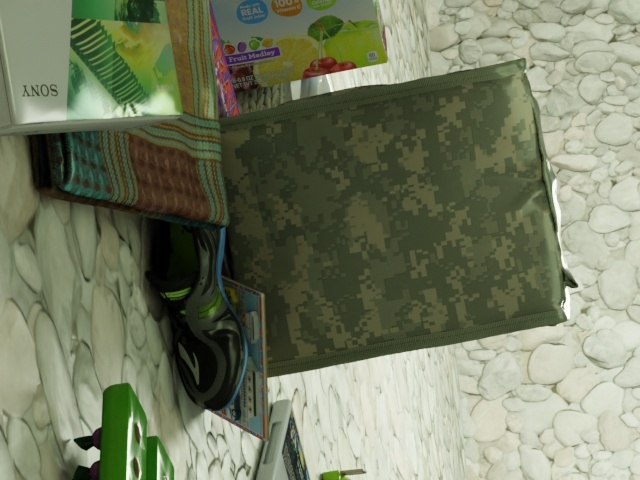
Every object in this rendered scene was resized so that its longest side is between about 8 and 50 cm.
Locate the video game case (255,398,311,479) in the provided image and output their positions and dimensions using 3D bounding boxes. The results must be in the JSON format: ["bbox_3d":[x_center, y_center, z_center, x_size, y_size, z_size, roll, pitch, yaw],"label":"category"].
[{"bbox_3d":[-0.028,0.282,1.764,0.173,0.022,0.190,-76,155,-65],"label":"video game case"}]

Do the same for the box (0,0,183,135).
[{"bbox_3d":[-0.179,-0.226,1.099,0.232,0.058,0.322,-16,98,-69],"label":"box"}]

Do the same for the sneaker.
[{"bbox_3d":[-0.107,0.046,1.422,0.078,0.067,0.188,-17,101,-60],"label":"sneaker"}]

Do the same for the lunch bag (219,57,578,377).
[{"bbox_3d":[0.069,-0.021,1.538,0.169,0.287,0.235,-20,101,-80],"label":"lunch bag"}]

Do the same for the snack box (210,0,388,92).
[{"bbox_3d":[-0.039,-0.254,1.707,0.070,0.174,0.207,-91,168,-52],"label":"snack box"}]

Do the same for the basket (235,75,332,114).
[{"bbox_3d":[-0.033,-0.096,1.821,0.113,0.103,0.167,-89,166,-44],"label":"basket"}]

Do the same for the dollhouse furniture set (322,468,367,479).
[{"bbox_3d":[0.040,0.303,2.028,0.151,0.058,0.076,51,33,-72],"label":"dollhouse furniture set"}]

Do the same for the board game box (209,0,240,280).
[{"bbox_3d":[-0.108,-0.090,1.554,0.208,0.056,0.347,-91,168,-58],"label":"board game box"}]

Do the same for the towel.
[{"bbox_3d":[-0.145,-0.201,1.298,0.271,0.040,0.370,12,70,-66],"label":"towel"}]

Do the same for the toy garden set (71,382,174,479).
[{"bbox_3d":[-0.119,0.248,1.190,0.244,0.049,0.204,71,12,-49],"label":"toy garden set"}]

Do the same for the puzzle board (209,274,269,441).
[{"bbox_3d":[-0.073,0.095,1.475,0.096,0.011,0.128,21,-63,55],"label":"puzzle board"}]
